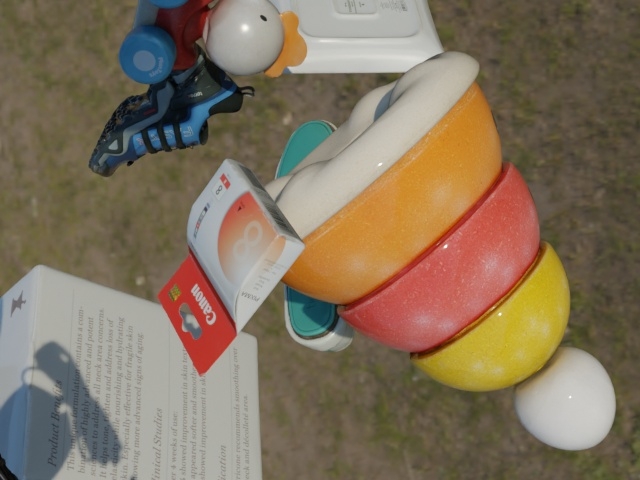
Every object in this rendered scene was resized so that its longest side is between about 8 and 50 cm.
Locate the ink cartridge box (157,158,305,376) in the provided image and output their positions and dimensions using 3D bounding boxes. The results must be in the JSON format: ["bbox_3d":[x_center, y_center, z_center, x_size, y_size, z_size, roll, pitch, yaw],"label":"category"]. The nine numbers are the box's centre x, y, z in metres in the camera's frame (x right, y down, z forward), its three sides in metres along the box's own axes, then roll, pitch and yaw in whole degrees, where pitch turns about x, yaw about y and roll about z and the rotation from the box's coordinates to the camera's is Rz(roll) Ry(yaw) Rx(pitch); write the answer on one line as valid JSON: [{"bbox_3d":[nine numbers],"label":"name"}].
[{"bbox_3d":[-0.108,0.025,1.226,0.179,0.045,0.145,-50,43,13],"label":"ink cartridge box"}]

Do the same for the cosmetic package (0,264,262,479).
[{"bbox_3d":[-0.335,0.292,1.785,0.327,0.393,0.329,-35,46,39],"label":"cosmetic package"}]

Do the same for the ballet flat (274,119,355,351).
[{"bbox_3d":[0.000,0.000,1.959,0.139,0.139,0.400,-37,47,50],"label":"ballet flat"}]

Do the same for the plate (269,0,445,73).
[{"bbox_3d":[0.053,-0.367,1.950,0.277,0.278,0.045,-100,12,-46],"label":"plate"}]

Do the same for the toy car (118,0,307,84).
[{"bbox_3d":[-0.125,-0.307,1.613,0.219,0.238,0.210,-87,15,-59],"label":"toy car"}]

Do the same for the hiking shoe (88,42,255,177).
[{"bbox_3d":[-0.241,-0.168,1.833,0.304,0.132,0.113,-36,27,39],"label":"hiking shoe"}]

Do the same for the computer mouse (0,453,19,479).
[{"bbox_3d":[-0.315,0.241,0.956,0.272,0.072,0.188,-39,77,25],"label":"computer mouse"}]

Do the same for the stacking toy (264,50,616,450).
[{"bbox_3d":[0.169,0.054,1.399,0.480,0.350,0.350,49,143,-8],"label":"stacking toy"}]
